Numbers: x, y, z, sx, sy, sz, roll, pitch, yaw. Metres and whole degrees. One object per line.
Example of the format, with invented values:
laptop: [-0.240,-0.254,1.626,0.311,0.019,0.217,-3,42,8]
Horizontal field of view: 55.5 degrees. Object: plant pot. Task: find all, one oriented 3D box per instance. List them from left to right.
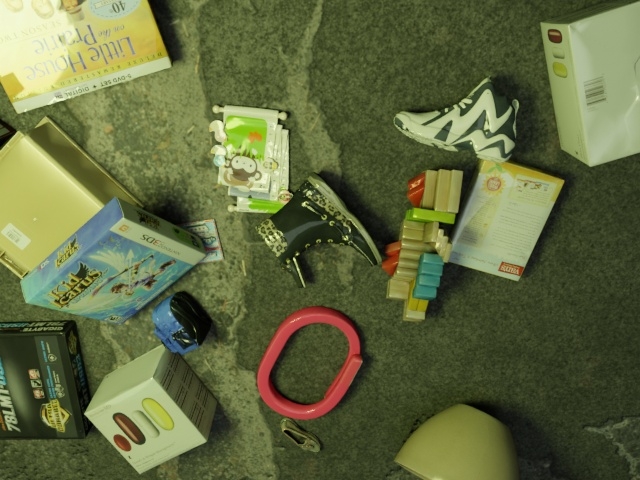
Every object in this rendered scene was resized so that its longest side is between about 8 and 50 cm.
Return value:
plant pot: [0.340,0.493,1.402,0.284,0.284,0.191,34,74,-12]

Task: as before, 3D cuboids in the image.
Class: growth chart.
growth chart: [-0.139,-0.162,1.253,0.172,0.021,0.237,-2,111,3]

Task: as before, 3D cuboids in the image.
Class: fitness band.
fitness band: [-0.026,0.286,1.417,0.209,0.054,0.290,26,109,-6]

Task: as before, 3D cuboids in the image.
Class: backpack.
backpack: [-0.320,0.184,1.352,0.101,0.098,0.120,-28,110,15]

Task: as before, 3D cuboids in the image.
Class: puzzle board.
puzzle board: [-0.284,0.008,1.327,0.128,0.011,0.096,-9,112,4]

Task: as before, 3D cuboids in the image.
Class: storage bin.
storage bin: [-0.559,-0.061,1.244,0.260,0.123,0.262,-40,107,15]

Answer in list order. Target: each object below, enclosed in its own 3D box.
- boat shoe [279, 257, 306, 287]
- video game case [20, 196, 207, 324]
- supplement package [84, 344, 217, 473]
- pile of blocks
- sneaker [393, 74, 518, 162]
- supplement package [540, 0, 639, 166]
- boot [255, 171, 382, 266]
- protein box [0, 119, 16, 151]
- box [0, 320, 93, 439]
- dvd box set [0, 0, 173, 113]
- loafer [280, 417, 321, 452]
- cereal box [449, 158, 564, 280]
boat shoe: [-0.068,0.046,1.319,0.042,0.049,0.133,-23,103,5]
video game case: [-0.408,0.055,1.228,0.269,0.061,0.244,-38,147,13]
supplement package: [-0.384,0.386,1.405,0.194,0.149,0.203,-29,110,12]
pile of blocks: [0.193,0.017,1.252,0.113,0.149,0.362,8,112,-3]
sneaker: [0.272,-0.253,1.180,0.235,0.094,0.153,18,93,14]
supplement package: [0.547,-0.301,1.121,0.204,0.145,0.261,-16,110,6]
boot: [-0.001,-0.001,1.263,0.179,0.085,0.236,-40,102,1]
protein box: [-0.760,-0.191,1.185,0.201,0.136,0.200,39,107,-14]
box: [-0.708,0.332,1.432,0.293,0.073,0.295,-1,111,0]
dvd box set: [-0.476,-0.464,1.055,0.308,0.062,0.420,-17,119,-3]
loafer: [-0.051,0.489,1.501,0.125,0.039,0.045,41,106,-14]
cereal box: [0.378,-0.046,1.278,0.173,0.047,0.240,17,112,-5]
